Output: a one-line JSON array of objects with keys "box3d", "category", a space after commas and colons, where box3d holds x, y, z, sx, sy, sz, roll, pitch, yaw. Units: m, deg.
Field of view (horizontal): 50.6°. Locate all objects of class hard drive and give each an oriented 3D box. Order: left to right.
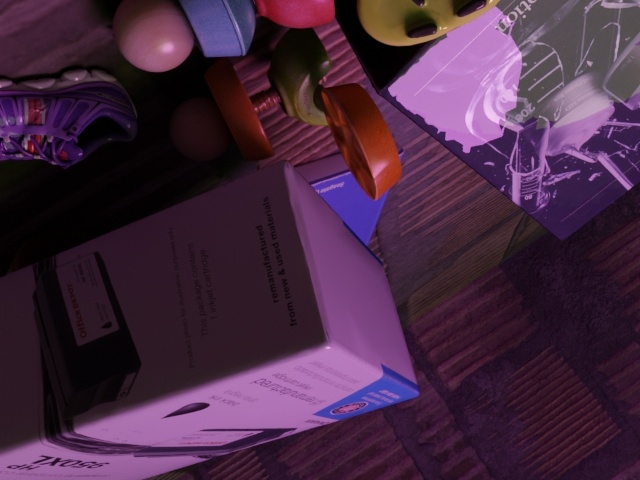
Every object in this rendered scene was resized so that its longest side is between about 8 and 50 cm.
[{"box3d": [0.000, 0.000, 1.050, 0.210, 0.040, 0.318, -22, 146, -33], "category": "hard drive"}]

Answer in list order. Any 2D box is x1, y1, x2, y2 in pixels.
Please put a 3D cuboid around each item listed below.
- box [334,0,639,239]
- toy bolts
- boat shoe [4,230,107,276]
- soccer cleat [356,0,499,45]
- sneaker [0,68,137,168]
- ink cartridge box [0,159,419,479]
[{"box3d": [0.246, -0.220, 0.625, 0.313, 0.178, 0.343, 28, 119, -38], "category": "box"}, {"box3d": [-0.058, -0.122, 0.551, 0.159, 0.218, 0.228, -27, 142, -4], "category": "toy bolts"}, {"box3d": [-0.224, 0.049, 0.803, 0.302, 0.109, 0.098, -1, 150, -48], "category": "boat shoe"}, {"box3d": [0.137, -0.254, 0.467, 0.289, 0.093, 0.121, -48, -170, 24], "category": "soccer cleat"}, {"box3d": [-0.223, -0.085, 0.526, 0.170, 0.071, 0.068, -23, 158, -28], "category": "sneaker"}, {"box3d": [-0.138, 0.115, 0.658, 0.395, 0.166, 0.285, -21, 155, 14], "category": "ink cartridge box"}]
